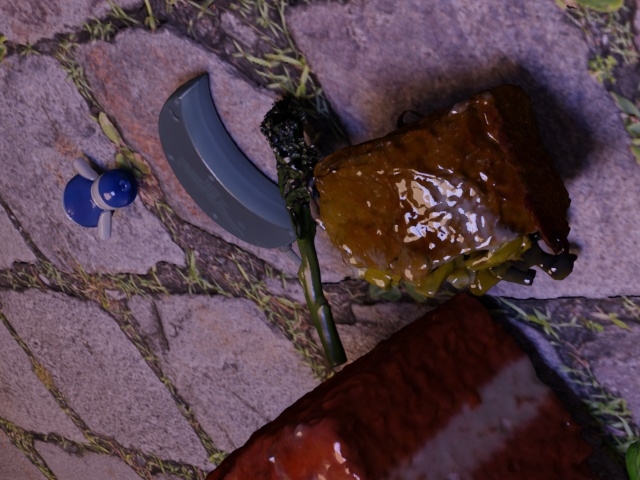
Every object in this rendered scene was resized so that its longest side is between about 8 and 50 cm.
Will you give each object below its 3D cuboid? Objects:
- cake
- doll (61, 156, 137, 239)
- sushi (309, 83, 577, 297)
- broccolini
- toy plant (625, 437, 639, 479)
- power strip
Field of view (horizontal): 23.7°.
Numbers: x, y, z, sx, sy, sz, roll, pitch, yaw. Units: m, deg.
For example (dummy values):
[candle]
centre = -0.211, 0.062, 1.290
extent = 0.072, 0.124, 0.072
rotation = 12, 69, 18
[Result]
[cake]
centre = 0.089, 0.263, 1.394
extent = 0.319, 0.270, 0.269
rotation = 54, 140, 2
[doll]
centre = -0.248, -0.051, 1.715
extent = 0.143, 0.058, 0.098
rotation = -18, 93, 56
[sushi]
centre = 0.105, -0.022, 1.224
extent = 0.296, 0.167, 0.179
rotation = -18, 97, 46
[broccolini]
centre = 0.002, 0.007, 1.395
extent = 0.123, 0.062, 0.271
rotation = -104, 1, -65
[toy plant]
centre = 0.355, 0.277, 1.292
extent = 0.224, 0.184, 0.315
rotation = 23, 133, 65
[power strip]
centre = -0.080, -0.059, 1.506
extent = 0.216, 0.044, 0.137
rotation = 50, 150, -7
